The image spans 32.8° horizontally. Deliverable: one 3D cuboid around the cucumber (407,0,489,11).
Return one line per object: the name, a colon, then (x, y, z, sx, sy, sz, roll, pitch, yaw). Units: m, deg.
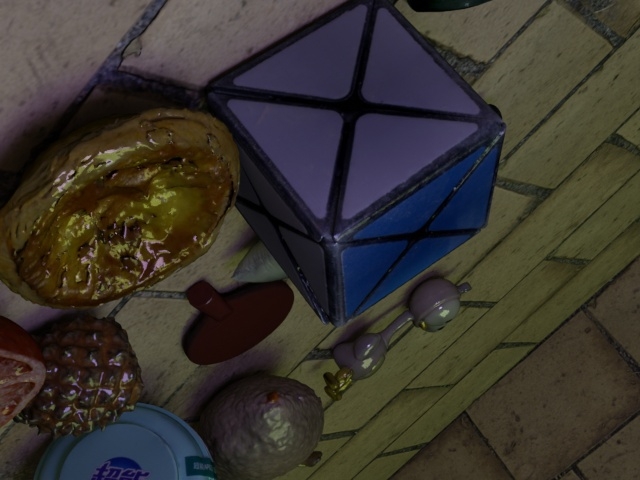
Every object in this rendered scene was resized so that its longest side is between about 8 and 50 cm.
cucumber: (0.213, -0.333, 1.341, 0.244, 0.063, 0.115, -28, 155, -17)

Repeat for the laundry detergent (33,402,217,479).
laundry detergent: (-0.302, 0.424, 1.742, 0.287, 0.287, 0.305, -31, 157, -15)

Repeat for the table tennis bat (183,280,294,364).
table tennis bat: (-0.138, 0.124, 1.725, 0.200, 0.038, 0.310, -38, 158, 0)

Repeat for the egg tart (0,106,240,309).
egg tart: (-0.224, -0.048, 1.171, 0.290, 0.115, 0.290, -27, 152, -16)

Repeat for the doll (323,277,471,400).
doll: (0.154, 0.184, 2.191, 0.365, 0.094, 0.160, -32, 160, -11)

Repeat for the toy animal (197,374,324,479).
toy animal: (-0.105, 0.339, 1.974, 0.226, 0.188, 0.358, -17, 163, -25)

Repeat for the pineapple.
pineapple: (-0.333, 0.183, 1.415, 0.193, 0.166, 0.166, -19, 152, -18)

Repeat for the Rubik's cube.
Rubik's cube: (0.038, -0.094, 1.296, 0.260, 0.255, 0.259, -33, 155, -16)

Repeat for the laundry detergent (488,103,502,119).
laundry detergent: (0.178, -0.142, 1.635, 0.225, 0.070, 0.099, -29, 149, -17)

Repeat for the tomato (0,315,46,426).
tomato: (-0.442, 0.154, 1.264, 0.236, 0.095, 0.237, -23, 153, -13)

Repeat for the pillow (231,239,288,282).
pillow: (0.000, 0.000, 1.605, 0.254, 0.078, 0.144, -17, 176, -45)
